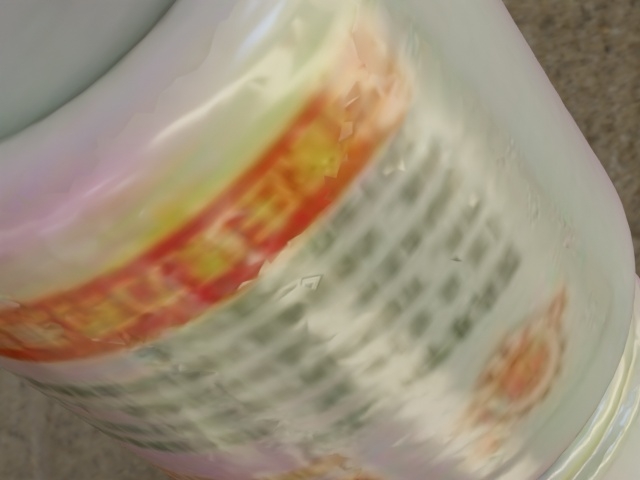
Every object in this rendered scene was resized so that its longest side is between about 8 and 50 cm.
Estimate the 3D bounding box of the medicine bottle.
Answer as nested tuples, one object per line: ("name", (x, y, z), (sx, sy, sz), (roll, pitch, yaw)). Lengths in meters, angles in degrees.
("medicine bottle", (0.000, 0.000, 0.549), (0.219, 0.388, 0.219), (-16, 55, 23))
